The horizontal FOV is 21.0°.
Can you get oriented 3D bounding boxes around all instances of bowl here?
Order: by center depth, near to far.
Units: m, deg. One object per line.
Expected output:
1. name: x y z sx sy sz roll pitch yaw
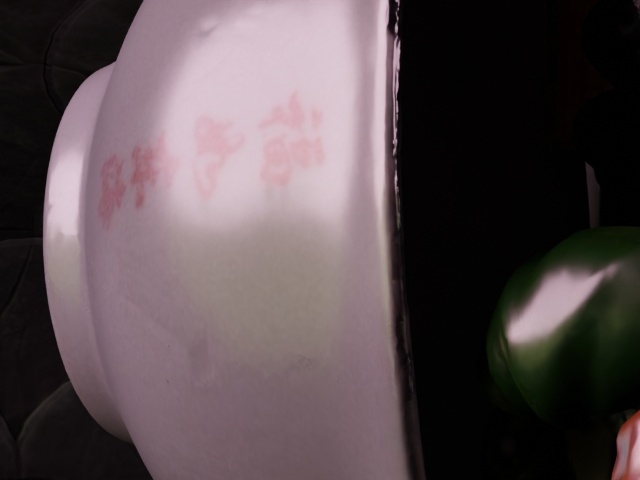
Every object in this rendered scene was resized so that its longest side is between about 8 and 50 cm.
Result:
1. bowl: 0.000 0.000 0.626 0.345 0.157 0.345 -3 -90 -73

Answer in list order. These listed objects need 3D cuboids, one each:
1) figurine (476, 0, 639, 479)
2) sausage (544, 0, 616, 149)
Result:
1. figurine: 0.109 0.097 0.436 0.281 0.167 0.370 88 -176 -54
2. sausage: 0.117 -0.148 0.617 0.071 0.071 0.234 -169 80 -79
